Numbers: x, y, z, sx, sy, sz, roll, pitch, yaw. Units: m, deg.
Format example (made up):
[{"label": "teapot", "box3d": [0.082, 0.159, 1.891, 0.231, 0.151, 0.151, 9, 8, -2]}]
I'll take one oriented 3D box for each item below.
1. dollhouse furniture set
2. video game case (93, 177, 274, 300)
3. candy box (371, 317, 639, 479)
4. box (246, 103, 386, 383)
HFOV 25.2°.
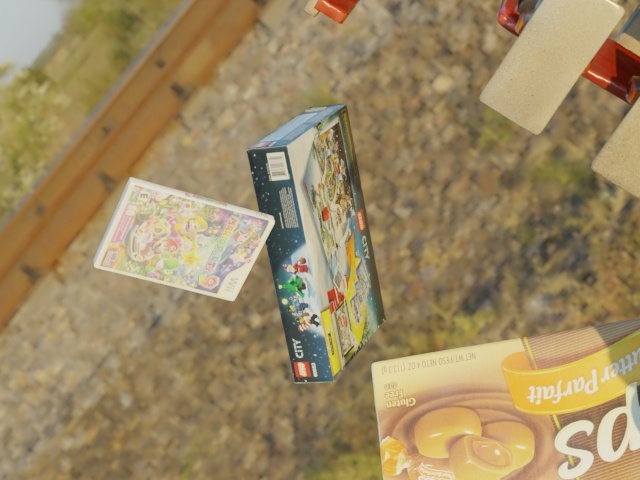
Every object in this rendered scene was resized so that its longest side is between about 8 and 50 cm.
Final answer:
[{"label": "dollhouse furniture set", "box3d": [0.137, -0.145, 0.923, 0.135, 0.259, 0.262, -58, 1, 28]}, {"label": "video game case", "box3d": [-0.109, 0.001, 1.137, 0.087, 0.122, 0.011, -62, 26, 30]}, {"label": "candy box", "box3d": [0.209, 0.170, 1.160, 0.316, 0.087, 0.183, -10, 59, 9]}, {"label": "box", "box3d": [0.000, 0.000, 1.380, 0.044, 0.233, 0.159, -4, 17, 22]}]
